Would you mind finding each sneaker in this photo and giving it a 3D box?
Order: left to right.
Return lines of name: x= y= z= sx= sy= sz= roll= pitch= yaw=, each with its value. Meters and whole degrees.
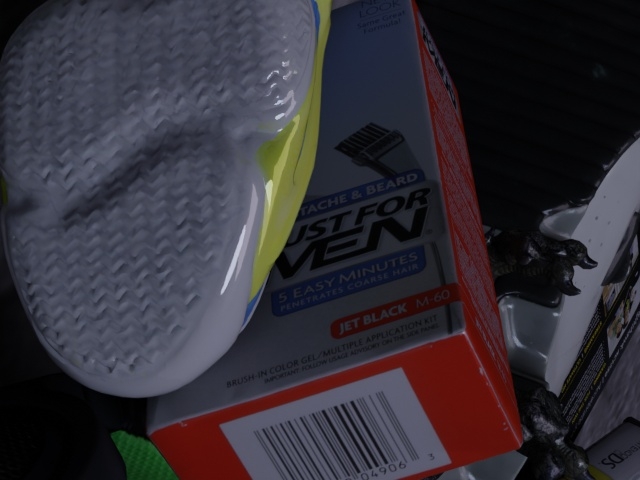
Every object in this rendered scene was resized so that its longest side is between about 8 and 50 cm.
sneaker: x=-0.023 y=-0.070 z=0.511 sx=0.126 sy=0.091 sz=0.240 roll=27 pitch=68 yaw=-68
sneaker: x=0.071 y=-0.007 z=0.744 sx=0.330 sy=0.122 sz=0.146 roll=-61 pitch=168 yaw=-22

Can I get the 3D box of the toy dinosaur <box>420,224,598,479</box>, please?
toy dinosaur: x=0.030 y=0.053 z=0.556 sx=0.064 sy=0.118 sz=0.268 roll=24 pitch=47 yaw=-41

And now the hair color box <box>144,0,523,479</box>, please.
hair color box: x=0.000 y=0.000 z=0.532 sx=0.167 sy=0.093 sz=0.053 roll=-95 pitch=162 yaw=-51

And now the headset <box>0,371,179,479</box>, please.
headset: x=-0.118 y=0.161 z=0.435 sx=0.394 sy=0.185 sz=0.243 roll=13 pitch=63 yaw=-66

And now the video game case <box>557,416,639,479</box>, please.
video game case: x=0.071 y=0.240 z=0.884 sx=0.248 sy=0.035 sz=0.275 roll=-20 pitch=135 yaw=-56

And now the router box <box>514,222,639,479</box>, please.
router box: x=0.107 y=0.054 z=0.888 sx=0.179 sy=0.046 sz=0.133 roll=-55 pitch=149 yaw=-29
